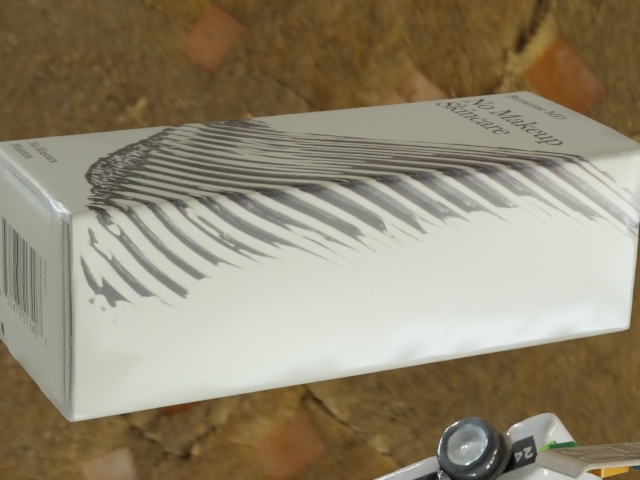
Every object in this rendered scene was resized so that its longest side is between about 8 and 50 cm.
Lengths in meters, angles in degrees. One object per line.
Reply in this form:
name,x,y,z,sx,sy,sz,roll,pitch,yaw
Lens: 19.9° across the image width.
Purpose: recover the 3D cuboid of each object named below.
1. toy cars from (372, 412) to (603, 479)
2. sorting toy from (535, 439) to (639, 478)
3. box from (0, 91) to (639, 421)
toy cars,0.159,0.177,0.977,0.393,0.176,0.087,4,-134,-14
sorting toy,0.132,0.100,0.843,0.062,0.083,0.012,-8,-89,-13
box,0.000,0.000,0.807,0.275,0.113,0.094,-8,-68,-26
